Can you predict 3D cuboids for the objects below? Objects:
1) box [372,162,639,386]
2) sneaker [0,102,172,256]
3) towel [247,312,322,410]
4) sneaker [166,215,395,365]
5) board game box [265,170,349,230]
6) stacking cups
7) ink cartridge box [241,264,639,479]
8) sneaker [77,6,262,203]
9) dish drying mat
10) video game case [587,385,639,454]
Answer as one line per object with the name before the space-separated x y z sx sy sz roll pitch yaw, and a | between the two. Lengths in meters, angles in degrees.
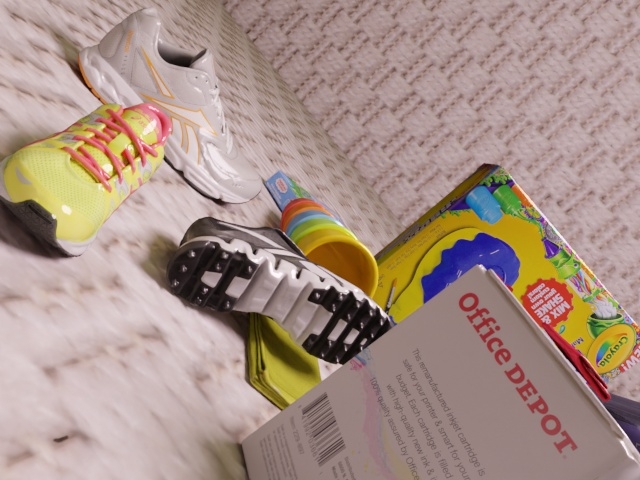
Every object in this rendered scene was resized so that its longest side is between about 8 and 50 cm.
box | 0.201 0.098 0.818 0.279 0.290 0.177 49 12 0
sneaker | -0.163 -0.063 0.463 0.081 0.094 0.208 47 13 -18
towel | -0.033 0.093 0.634 0.102 0.021 0.237 44 13 -22
sneaker | -0.028 0.039 0.580 0.234 0.078 0.106 26 22 -23
board game box | 0.006 -0.018 1.081 0.211 0.039 0.160 34 19 -55
stacking cups | 0.000 0.000 0.800 0.096 0.096 0.316 46 6 -15
ink cartridge box | 0.069 0.141 0.387 0.093 0.212 0.154 41 14 -36
sneaker | -0.147 -0.153 0.738 0.262 0.121 0.099 43 14 -29
dish drying mat | 0.156 0.072 0.386 0.032 0.008 0.083 52 10 0
video game case | 0.212 0.236 0.349 0.196 0.026 0.275 176 -92 -77
